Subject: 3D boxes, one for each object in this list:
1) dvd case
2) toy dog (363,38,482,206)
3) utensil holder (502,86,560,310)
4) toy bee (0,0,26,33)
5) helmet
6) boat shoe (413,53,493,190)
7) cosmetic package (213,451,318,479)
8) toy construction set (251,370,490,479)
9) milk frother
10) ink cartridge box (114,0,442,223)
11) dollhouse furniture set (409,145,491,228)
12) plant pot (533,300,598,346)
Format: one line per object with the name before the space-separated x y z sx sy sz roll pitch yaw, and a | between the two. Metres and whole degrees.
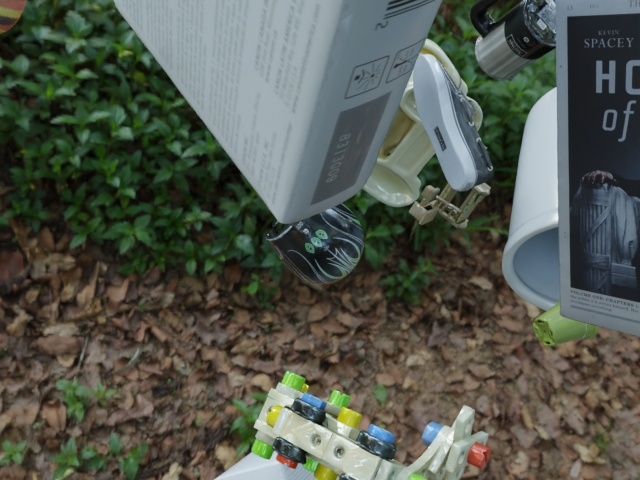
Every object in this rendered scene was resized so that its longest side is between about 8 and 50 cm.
dvd case | 0.234 -0.038 0.422 0.179 0.238 0.029 14 34 42
toy dog | 0.115 -0.326 1.457 0.395 0.284 0.408 19 40 -12
utensil holder | 0.546 -0.085 1.370 0.328 0.327 0.385 21 55 -6
toy bee | -0.363 -0.372 0.805 0.162 0.298 0.195 29 37 22
helmet | 0.000 0.000 1.239 0.161 0.169 0.169 40 41 -19
boat shoe | 0.216 -0.192 1.095 0.076 0.080 0.228 -14 77 -21
cosmetic package | -0.066 0.498 1.262 0.224 0.138 0.224 9 64 -75
toy construction set | 0.050 0.268 0.909 0.328 0.215 0.151 2 70 29
milk frother | 0.309 -0.327 1.004 0.143 0.135 0.129 -27 92 -19
ink cartridge box | -0.074 -0.244 0.445 0.091 0.308 0.385 -26 67 -26
dollhouse furniture set | 0.317 -0.116 1.576 0.101 0.182 0.161 43 36 21
plant pot | 0.398 0.138 1.139 0.079 0.083 0.083 -19 59 -19
